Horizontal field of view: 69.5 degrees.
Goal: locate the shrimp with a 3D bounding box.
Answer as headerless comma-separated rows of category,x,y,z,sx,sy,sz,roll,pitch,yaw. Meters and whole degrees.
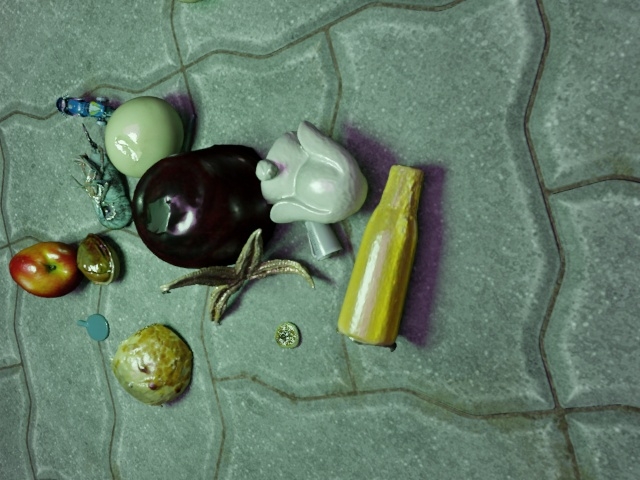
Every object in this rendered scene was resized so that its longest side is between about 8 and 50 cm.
shrimp,-0.748,-0.210,1.538,0.137,0.172,0.372,-29,97,-8

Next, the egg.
egg,-0.536,-0.311,1.404,0.219,0.219,0.269,43,111,16

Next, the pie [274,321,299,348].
pie,-0.099,0.278,1.349,0.084,0.021,0.084,2,95,25

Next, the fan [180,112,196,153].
fan,-0.424,-0.308,1.463,0.038,0.016,0.193,25,105,19

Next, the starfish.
starfish,-0.218,0.118,1.268,0.398,0.384,0.132,-16,70,11

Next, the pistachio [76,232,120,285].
pistachio,-0.777,0.066,1.601,0.165,0.130,0.210,-48,62,28

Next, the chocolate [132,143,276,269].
chocolate,-0.343,-0.088,1.272,0.384,0.331,0.383,3,97,27

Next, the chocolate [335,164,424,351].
chocolate,0.172,0.038,1.141,0.162,0.162,0.445,17,97,23

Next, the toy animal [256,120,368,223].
toy animal,-0.010,-0.146,1.175,0.265,0.206,0.271,27,103,25

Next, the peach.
peach,-0.958,0.103,1.625,0.243,0.243,0.199,-6,83,26

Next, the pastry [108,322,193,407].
pastry,-0.557,0.414,1.499,0.237,0.170,0.256,-43,81,25

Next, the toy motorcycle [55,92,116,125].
toy motorcycle,-0.794,-0.446,1.562,0.254,0.135,0.092,12,99,25

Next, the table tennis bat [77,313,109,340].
table tennis bat,-0.841,0.319,1.710,0.155,0.019,0.100,6,97,23

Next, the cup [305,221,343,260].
cup,0.000,0.000,1.261,0.104,0.074,0.116,-39,72,52

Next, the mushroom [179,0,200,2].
mushroom,-0.383,-0.802,1.317,0.226,0.178,0.226,7,103,33
